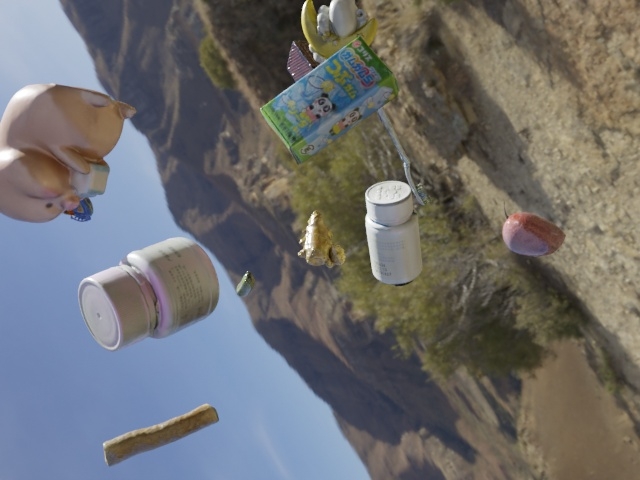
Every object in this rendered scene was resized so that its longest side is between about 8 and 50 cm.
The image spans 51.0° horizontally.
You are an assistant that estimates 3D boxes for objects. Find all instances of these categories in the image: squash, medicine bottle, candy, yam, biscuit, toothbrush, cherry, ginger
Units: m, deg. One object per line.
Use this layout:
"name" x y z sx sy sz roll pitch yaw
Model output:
"squash" -0.253 0.150 2.284 0.052 0.052 0.183 59 155 13
"medicine bottle" 0.196 -0.020 1.806 0.143 0.143 0.258 -121 17 -55
"candy" 0.014 -0.215 1.031 0.097 0.194 0.062 55 -178 26
"yam" -0.407 0.497 1.723 0.066 0.299 0.066 163 90 -72
"medicine bottle" -0.445 0.141 1.752 0.241 0.302 0.241 20 120 38
"biscuit" -0.028 -0.541 2.172 0.252 0.070 0.106 60 146 37
"toothbrush" 0.239 -0.279 2.036 0.413 0.042 0.035 59 -166 -24
"cherry" 0.418 -0.011 1.350 0.106 0.087 0.126 20 -170 -44
"ginger" -0.009 0.010 1.971 0.081 0.115 0.205 43 -166 -48

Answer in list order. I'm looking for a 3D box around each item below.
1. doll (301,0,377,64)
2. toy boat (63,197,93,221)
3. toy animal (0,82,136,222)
"doll" 0.062 -0.661 2.047 0.111 0.237 0.252 -32 -69 -62
"toy boat" -0.698 -0.098 1.848 0.175 0.091 0.110 33 -151 23
"toy animal" -0.465 -0.147 1.179 0.213 0.256 0.195 19 179 13
